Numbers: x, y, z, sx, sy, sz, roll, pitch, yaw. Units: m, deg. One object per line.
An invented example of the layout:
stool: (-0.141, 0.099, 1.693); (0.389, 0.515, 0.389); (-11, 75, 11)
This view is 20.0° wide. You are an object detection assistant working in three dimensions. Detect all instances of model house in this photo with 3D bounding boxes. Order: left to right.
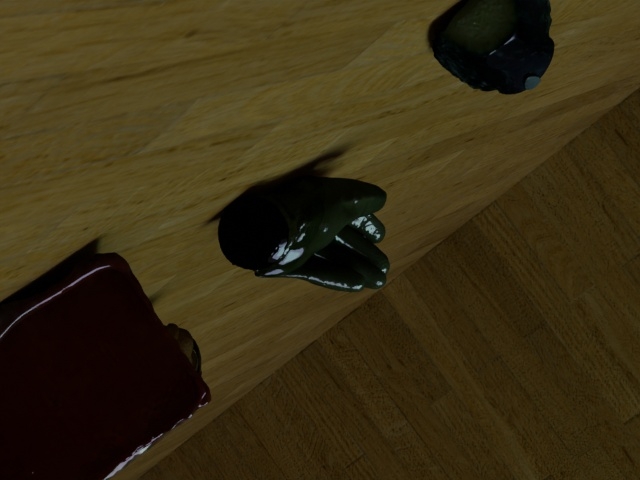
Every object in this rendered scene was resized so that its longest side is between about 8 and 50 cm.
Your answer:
model house: (-0.216, 0.136, 1.534); (0.196, 0.160, 0.254); (-35, 175, -12)

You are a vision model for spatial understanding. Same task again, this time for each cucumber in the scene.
cucumber: (0.161, -0.179, 1.621); (0.115, 0.085, 0.193); (-35, 167, 9)

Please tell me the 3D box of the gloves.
gloves: (-0.010, -0.010, 1.798); (0.135, 0.107, 0.268); (-46, 153, 18)

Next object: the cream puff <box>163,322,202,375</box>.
cream puff: (-0.189, 0.134, 1.888); (0.133, 0.104, 0.119); (-25, -158, -24)
